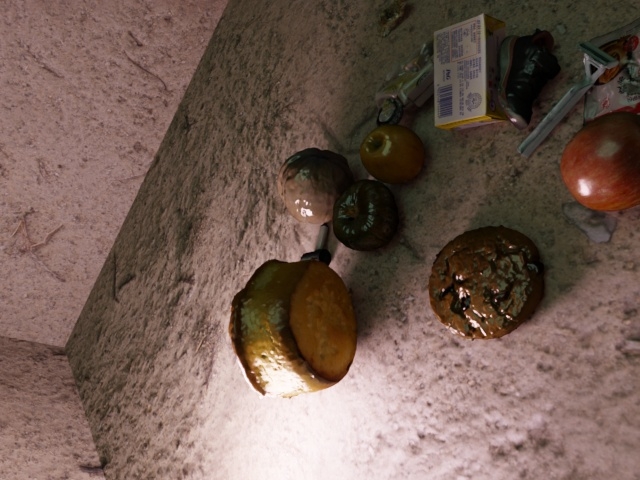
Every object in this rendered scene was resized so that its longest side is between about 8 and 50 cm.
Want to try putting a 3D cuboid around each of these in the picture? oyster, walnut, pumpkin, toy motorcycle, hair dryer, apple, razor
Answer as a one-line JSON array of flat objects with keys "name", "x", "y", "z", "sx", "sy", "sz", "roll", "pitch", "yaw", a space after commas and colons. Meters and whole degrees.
[{"name": "oyster", "x": 0.247, "y": -0.780, "z": 1.891, "sx": 0.166, "sy": 0.053, "sz": 0.108, "roll": -34, "pitch": 38, "yaw": 44}, {"name": "walnut", "x": -0.014, "y": -0.169, "z": 1.756, "sx": 0.248, "sy": 0.248, "sz": 0.248, "roll": -25, "pitch": 55, "yaw": 41}, {"name": "pumpkin", "x": 0.119, "y": -0.075, "z": 1.610, "sx": 0.219, "sy": 0.162, "sz": 0.219, "roll": -20, "pitch": 62, "yaw": 44}, {"name": "toy motorcycle", "x": 0.276, "y": -0.488, "z": 1.669, "sx": 0.340, "sy": 0.108, "sz": 0.223, "roll": -45, "pitch": 34, "yaw": 18}, {"name": "hair dryer", "x": 0.000, "y": 0.000, "z": 1.808, "sx": 0.100, "sy": 0.057, "sz": 0.197, "roll": -10, "pitch": 57, "yaw": 47}, {"name": "apple", "x": 0.204, "y": -0.250, "z": 1.595, "sx": 0.182, "sy": 0.155, "sz": 0.182, "roll": -29, "pitch": 46, "yaw": 34}, {"name": "apple", "x": 0.578, "y": -0.152, "z": 1.093, "sx": 0.174, "sy": 0.188, "sz": 0.188, "roll": -38, "pitch": 46, "yaw": 46}, {"name": "razor", "x": 0.560, "y": -0.311, "z": 1.282, "sx": 0.278, "sy": 0.056, "sz": 0.111, "roll": -60, "pitch": 34, "yaw": 30}]

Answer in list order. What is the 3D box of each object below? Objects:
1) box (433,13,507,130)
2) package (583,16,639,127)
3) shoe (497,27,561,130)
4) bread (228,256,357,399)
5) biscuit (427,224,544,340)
[{"name": "box", "x": 0.392, "y": -0.434, "z": 1.457, "sx": 0.168, "sy": 0.097, "sz": 0.265, "roll": -4, "pitch": 87, "yaw": 49}, {"name": "package", "x": 0.658, "y": -0.369, "z": 1.221, "sx": 0.154, "sy": 0.030, "sz": 0.239, "roll": -14, "pitch": 67, "yaw": 57}, {"name": "shoe", "x": 0.515, "y": -0.397, "z": 1.347, "sx": 0.137, "sy": 0.114, "sz": 0.291, "roll": -13, "pitch": 57, "yaw": 45}, {"name": "bread", "x": -0.068, "y": 0.243, "z": 1.503, "sx": 0.215, "sy": 0.398, "sz": 0.398, "roll": -16, "pitch": 60, "yaw": 31}, {"name": "biscuit", "x": 0.375, "y": 0.096, "z": 1.296, "sx": 0.296, "sy": 0.075, "sz": 0.296, "roll": -24, "pitch": 56, "yaw": 41}]
